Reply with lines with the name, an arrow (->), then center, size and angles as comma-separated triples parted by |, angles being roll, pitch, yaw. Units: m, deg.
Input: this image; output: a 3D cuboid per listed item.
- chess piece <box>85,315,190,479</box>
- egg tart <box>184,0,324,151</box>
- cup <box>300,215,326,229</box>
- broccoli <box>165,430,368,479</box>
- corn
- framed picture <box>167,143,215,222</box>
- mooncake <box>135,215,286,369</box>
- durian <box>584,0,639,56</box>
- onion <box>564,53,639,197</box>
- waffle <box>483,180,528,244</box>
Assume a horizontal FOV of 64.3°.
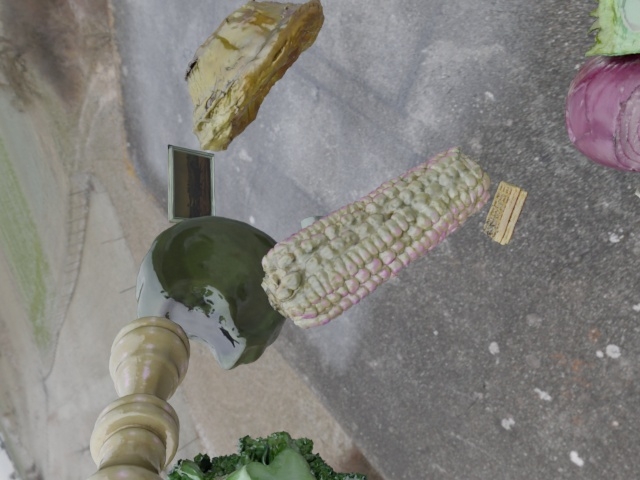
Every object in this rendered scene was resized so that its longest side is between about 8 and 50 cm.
chess piece -> -0.217, 0.233, 0.592 | 0.397, 0.117, 0.117 | -119, 19, -67
egg tart -> -0.140, -0.327, 0.945 | 0.150, 0.352, 0.352 | 39, 146, -13
cup -> -0.005, 0.001, 0.854 | 0.075, 0.054, 0.083 | 86, 174, -71
broccoli -> -0.049, 0.337, 0.599 | 0.294, 0.265, 0.245 | 23, 133, -1
corn -> 0.079, -0.005, 0.662 | 0.126, 0.335, 0.126 | 58, 171, 15
framed picture -> -0.423, -0.180, 1.692 | 0.014, 0.197, 0.252 | -5, 86, 37
mooncake -> -0.235, 0.111, 1.163 | 0.351, 0.351, 0.187 | 48, 137, 20
durian -> 0.432, -0.330, 0.480 | 0.163, 0.198, 0.394 | 45, 151, -15
onion -> 0.422, -0.186, 0.649 | 0.207, 0.200, 0.200 | -44, 74, 30
waffle -> 0.467, -0.071, 1.292 | 0.102, 0.042, 0.148 | -99, 24, -73
